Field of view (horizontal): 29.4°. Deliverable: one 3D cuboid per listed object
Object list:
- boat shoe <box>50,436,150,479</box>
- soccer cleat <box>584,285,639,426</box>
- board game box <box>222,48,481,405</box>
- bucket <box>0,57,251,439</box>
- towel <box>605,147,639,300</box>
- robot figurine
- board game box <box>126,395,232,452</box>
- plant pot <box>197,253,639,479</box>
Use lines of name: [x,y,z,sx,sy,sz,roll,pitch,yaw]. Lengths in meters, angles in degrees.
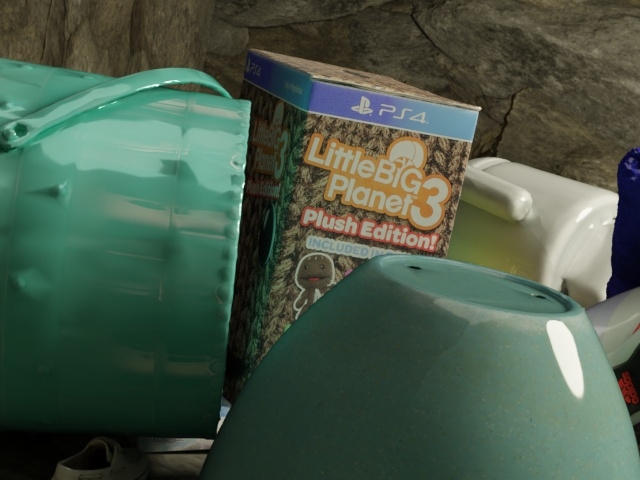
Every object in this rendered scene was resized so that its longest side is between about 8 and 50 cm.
boat shoe: [-0.143,0.147,0.802,0.035,0.035,0.100,17,12,25]
soccer cleat: [0.201,0.108,0.962,0.318,0.109,0.116,-22,9,-2]
board game box: [0.000,0.000,1.045,0.141,0.291,0.232,9,10,-17]
bucket: [-0.148,0.010,0.848,0.183,0.281,0.281,6,11,-4]
towel: [0.365,0.021,1.055,0.227,0.076,0.308,9,-28,16]
robot figurine: [0.259,0.009,1.539,0.353,0.200,0.300,23,-22,47]
board game box: [-0.110,0.135,0.934,0.090,0.020,0.090,2,14,-27]
plant pot: [0.075,0.119,0.759,0.290,0.195,0.290,12,10,-2]
